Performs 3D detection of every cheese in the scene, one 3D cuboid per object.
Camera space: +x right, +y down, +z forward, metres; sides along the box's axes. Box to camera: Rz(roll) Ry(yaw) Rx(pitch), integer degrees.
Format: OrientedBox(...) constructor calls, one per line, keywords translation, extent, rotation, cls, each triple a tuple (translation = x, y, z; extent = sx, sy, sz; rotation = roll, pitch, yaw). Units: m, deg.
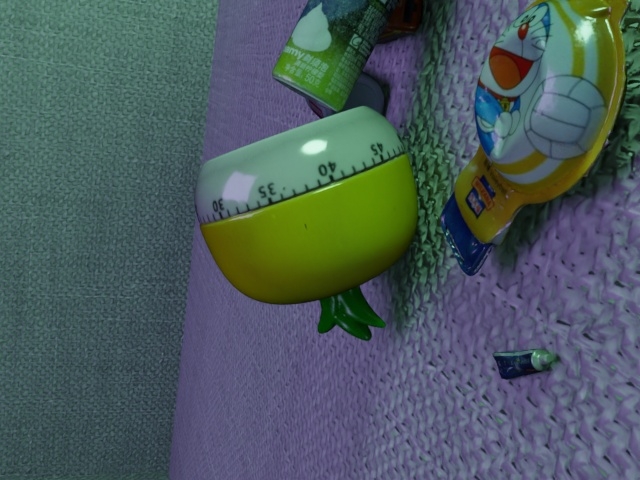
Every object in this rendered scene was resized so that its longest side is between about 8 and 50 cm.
OrientedBox(translation=(0.170, -0.088, 0.543), extent=(0.177, 0.069, 0.271), rotation=(-106, 28, -45), cls="cheese")

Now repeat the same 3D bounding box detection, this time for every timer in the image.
OrientedBox(translation=(0.000, 0.000, 0.776), extent=(0.285, 0.284, 0.286), rotation=(-176, 90, -71), cls="timer")

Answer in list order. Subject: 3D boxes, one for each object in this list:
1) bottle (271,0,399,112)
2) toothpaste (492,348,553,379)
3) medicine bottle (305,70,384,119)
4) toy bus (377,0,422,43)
OrientedBox(translation=(0.060, -0.311, 0.725), extent=(0.330, 0.093, 0.093), rotation=(-62, 23, 7), cls="bottle")
OrientedBox(translation=(0.176, 0.107, 0.566), extent=(0.083, 0.019, 0.027), rotation=(135, 118, -68), cls="toothpaste")
OrientedBox(translation=(0.020, -0.226, 0.971), extent=(0.217, 0.090, 0.091), rotation=(-122, 40, -61), cls="medicine bottle")
OrientedBox(translation=(0.070, -0.302, 0.861), extent=(0.174, 0.077, 0.079), rotation=(-154, 70, -69), cls="toy bus")
